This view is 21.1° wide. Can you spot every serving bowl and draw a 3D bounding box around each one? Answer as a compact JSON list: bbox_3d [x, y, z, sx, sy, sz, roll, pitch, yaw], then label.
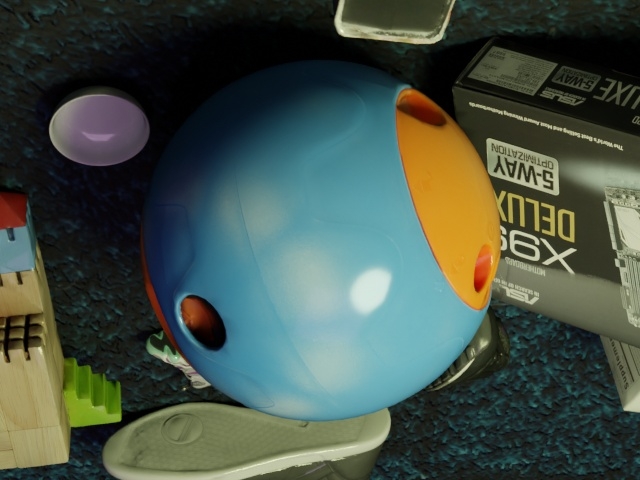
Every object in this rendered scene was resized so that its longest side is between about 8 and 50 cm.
[{"bbox_3d":[-0.184,-0.100,1.428,0.083,0.027,0.083,-4,140,-3],"label":"serving bowl"}]

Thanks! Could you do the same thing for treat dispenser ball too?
[{"bbox_3d":[0.000,0.000,1.369,0.288,0.288,0.288,-4,139,-3],"label":"treat dispenser ball"}]

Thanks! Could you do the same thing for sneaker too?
[{"bbox_3d":[0.127,0.083,1.580,0.124,0.107,0.283,-3,173,-16],"label":"sneaker"},{"bbox_3d":[-0.075,0.244,1.777,0.295,0.104,0.147,-6,134,-8],"label":"sneaker"},{"bbox_3d":[-0.131,0.124,1.685,0.098,0.038,0.069,11,135,-19],"label":"sneaker"}]

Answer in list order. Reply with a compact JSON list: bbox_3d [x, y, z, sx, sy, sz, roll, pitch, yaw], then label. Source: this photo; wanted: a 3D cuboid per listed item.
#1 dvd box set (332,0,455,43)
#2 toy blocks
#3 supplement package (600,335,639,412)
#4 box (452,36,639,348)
[{"bbox_3d":[0.055,-0.352,0.874,0.062,0.420,0.308,6,137,-9],"label":"dvd box set"},{"bbox_3d":[-0.387,0.089,1.533,0.381,0.191,0.261,-7,128,-1],"label":"toy blocks"},{"bbox_3d":[0.378,0.043,1.582,0.134,0.139,0.244,9,138,-26],"label":"supplement package"},{"bbox_3d":[0.264,-0.019,1.412,0.307,0.076,0.242,19,140,25],"label":"box"}]
